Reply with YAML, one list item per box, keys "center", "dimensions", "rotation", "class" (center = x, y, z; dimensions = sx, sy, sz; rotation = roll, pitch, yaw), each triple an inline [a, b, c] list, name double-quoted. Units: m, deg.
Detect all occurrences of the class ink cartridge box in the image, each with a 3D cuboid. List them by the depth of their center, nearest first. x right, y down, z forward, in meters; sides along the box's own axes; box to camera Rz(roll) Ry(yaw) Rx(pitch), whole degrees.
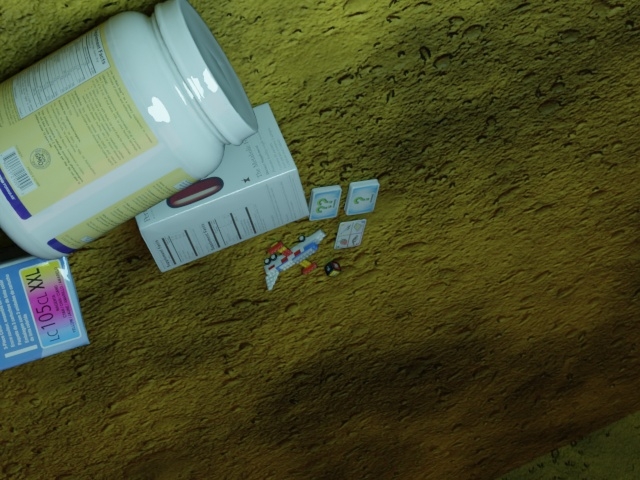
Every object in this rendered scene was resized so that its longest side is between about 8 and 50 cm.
- center: [-0.548, 0.120, 1.924]
  dimensions: [0.395, 0.151, 0.270]
  rotation: [-15, -172, -13]
  class: "ink cartridge box"

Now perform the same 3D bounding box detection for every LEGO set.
- center: [0.000, 0.000, 2.302]
  dimensions: [0.182, 0.060, 0.244]
  rotation: [-8, 145, -16]
  class: "LEGO set"

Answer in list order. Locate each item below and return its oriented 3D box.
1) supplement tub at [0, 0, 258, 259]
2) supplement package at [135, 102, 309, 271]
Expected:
- center: [-0.273, -0.148, 1.747]
  dimensions: [0.331, 0.241, 0.241]
  rotation: [-29, 147, 8]
  class: "supplement tub"
- center: [-0.159, -0.078, 2.012]
  dimensions: [0.244, 0.139, 0.134]
  rotation: [-22, 149, -4]
  class: "supplement package"
